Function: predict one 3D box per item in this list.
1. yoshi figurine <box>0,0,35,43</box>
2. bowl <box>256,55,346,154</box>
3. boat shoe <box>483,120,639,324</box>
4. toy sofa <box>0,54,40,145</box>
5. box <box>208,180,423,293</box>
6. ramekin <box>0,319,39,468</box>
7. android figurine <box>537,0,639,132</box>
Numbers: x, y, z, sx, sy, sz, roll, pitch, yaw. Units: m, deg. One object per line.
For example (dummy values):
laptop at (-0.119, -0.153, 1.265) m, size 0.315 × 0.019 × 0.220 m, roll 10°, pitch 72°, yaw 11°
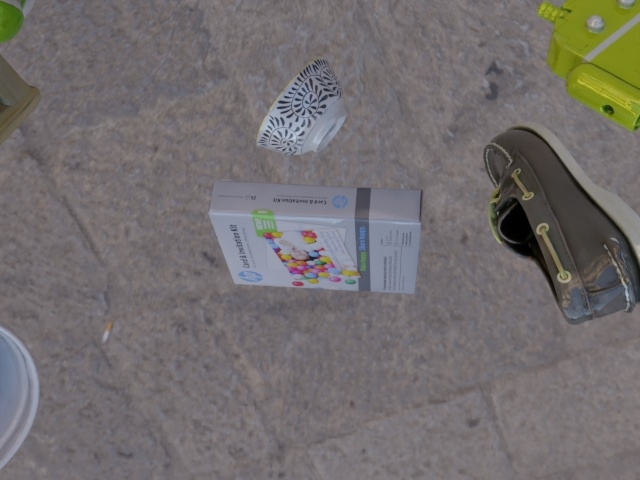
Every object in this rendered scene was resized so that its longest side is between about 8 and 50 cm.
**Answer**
yoshi figurine at (-0.369, -0.363, 0.865) m, size 0.204 × 0.362 × 0.203 m, roll -11°, pitch 135°, yaw -18°
bowl at (-0.014, -0.185, 1.145) m, size 0.080 × 0.170 × 0.170 m, roll 40°, pitch 112°, yaw 6°
boat shoe at (0.214, -0.027, 0.732) m, size 0.091 × 0.305 × 0.109 m, roll -23°, pitch 121°, yaw 2°
toy sofa at (-0.310, -0.237, 0.526) m, size 0.177 × 0.150 × 0.362 m, roll 12°, pitch 125°, yaw -3°
box at (0.000, 0.000, 0.712) m, size 0.186 × 0.038 × 0.145 m, roll 4°, pitch 151°, yaw 6°
ramekin at (-0.390, 0.143, 0.723) m, size 0.207 × 0.109 × 0.207 m, roll -18°, pitch 119°, yaw -34°
android figurine at (0.374, -0.213, 0.850) m, size 0.248 × 0.273 × 0.056 m, roll -36°, pitch 152°, yaw -22°
